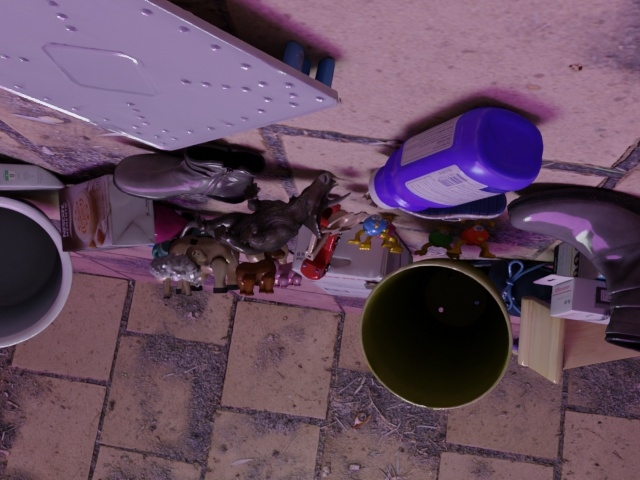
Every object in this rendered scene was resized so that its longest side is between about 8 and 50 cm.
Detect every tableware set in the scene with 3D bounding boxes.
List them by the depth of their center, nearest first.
[{"bbox_3d":[0.076,-0.053,1.206,0.169,0.020,0.141,-34,166,19],"label":"tableware set"}]

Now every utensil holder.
[{"bbox_3d":[-0.759,0.047,1.670,0.327,0.327,0.385,14,-178,-22],"label":"utensil holder"}]

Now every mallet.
[{"bbox_3d":[-0.383,-0.055,1.741,0.190,0.062,0.039,20,173,29],"label":"mallet"}]

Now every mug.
[{"bbox_3d":[-0.352,0.024,1.786,0.158,0.129,0.097,-38,144,7],"label":"mug"}]

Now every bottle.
[{"bbox_3d":[0.160,-0.095,0.946,0.118,0.092,0.283,15,167,-22],"label":"bottle"}]

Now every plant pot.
[{"bbox_3d":[0.247,0.143,1.402,0.275,0.275,0.293,6,-167,18],"label":"plant pot"}]

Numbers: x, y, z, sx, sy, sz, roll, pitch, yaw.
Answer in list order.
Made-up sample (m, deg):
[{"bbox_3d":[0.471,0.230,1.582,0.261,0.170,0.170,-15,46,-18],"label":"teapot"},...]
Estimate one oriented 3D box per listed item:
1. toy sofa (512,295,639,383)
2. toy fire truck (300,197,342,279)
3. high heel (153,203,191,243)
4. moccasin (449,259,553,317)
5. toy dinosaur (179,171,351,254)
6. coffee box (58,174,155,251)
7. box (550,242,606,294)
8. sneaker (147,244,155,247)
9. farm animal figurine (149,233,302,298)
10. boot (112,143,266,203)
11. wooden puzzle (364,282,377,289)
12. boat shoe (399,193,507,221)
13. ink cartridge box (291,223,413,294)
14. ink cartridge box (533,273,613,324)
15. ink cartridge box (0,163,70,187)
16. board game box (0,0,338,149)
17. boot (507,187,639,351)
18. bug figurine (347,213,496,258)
[{"bbox_3d":[0.583,0.173,1.499,0.362,0.150,0.177,-5,-164,-19],"label":"toy sofa"},{"bbox_3d":[0.000,0.000,1.408,0.047,0.192,0.135,26,-160,13],"label":"toy fire truck"},{"bbox_3d":[-0.472,-0.023,1.739,0.181,0.127,0.377,13,172,-36],"label":"high heel"},{"bbox_3d":[0.413,0.112,1.635,0.117,0.137,0.342,25,160,-39],"label":"moccasin"},{"bbox_3d":[-0.112,-0.017,1.235,0.313,0.121,0.160,-25,151,29],"label":"toy dinosaur"},{"bbox_3d":[-0.445,-0.050,1.476,0.098,0.141,0.246,-3,177,-41],"label":"coffee box"},{"bbox_3d":[0.496,0.041,1.311,0.060,0.100,0.244,9,169,0],"label":"box"},{"bbox_3d":[-0.437,-0.016,1.882,0.152,0.058,0.084,-7,166,41],"label":"sneaker"},{"bbox_3d":[-0.203,0.030,1.650,0.327,0.172,0.330,-3,-179,1],"label":"farm animal figurine"},{"bbox_3d":[-0.219,-0.125,1.180,0.246,0.083,0.161,4,165,-11],"label":"boot"},{"bbox_3d":[0.119,0.098,1.515,0.049,0.006,0.083,3,167,9],"label":"wooden puzzle"},{"bbox_3d":[0.203,-0.058,1.156,0.183,0.066,0.066,8,170,5],"label":"boat shoe"},{"bbox_3d":[0.083,0.050,1.630,0.211,0.121,0.289,5,167,18],"label":"ink cartridge box"},{"bbox_3d":[0.469,0.106,1.239,0.180,0.060,0.104,8,169,-1],"label":"ink cartridge box"},{"bbox_3d":[-0.628,-0.131,1.563,0.225,0.056,0.181,-5,-178,-44],"label":"ink cartridge box"},{"bbox_3d":[-0.240,-0.213,0.809,0.390,0.050,0.390,19,166,-39],"label":"board game box"},{"bbox_3d":[0.447,0.049,1.084,0.338,0.222,0.118,8,169,6],"label":"boot"},{"bbox_3d":[0.187,-0.012,1.375,0.279,0.072,0.216,6,175,-6],"label":"bug figurine"}]
